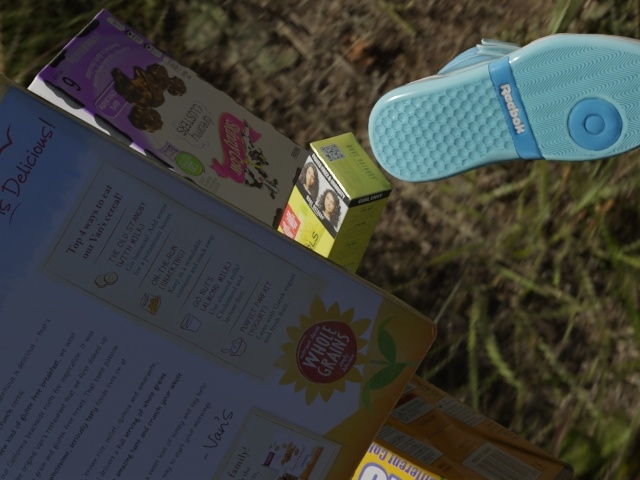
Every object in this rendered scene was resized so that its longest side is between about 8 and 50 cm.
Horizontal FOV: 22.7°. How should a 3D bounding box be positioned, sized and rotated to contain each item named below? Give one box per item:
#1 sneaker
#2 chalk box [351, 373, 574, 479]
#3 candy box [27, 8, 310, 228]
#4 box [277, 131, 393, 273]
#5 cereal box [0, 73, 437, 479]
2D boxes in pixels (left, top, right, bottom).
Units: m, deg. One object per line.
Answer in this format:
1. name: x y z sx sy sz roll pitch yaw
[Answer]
1. sneaker: 0.223 -0.152 1.580 0.319 0.208 0.127 -6 106 27
2. chalk box: 0.023 0.254 1.141 0.179 0.180 0.289 31 104 17
3. candy box: -0.117 -0.066 1.166 0.196 0.165 0.070 35 115 -7
4. box: 0.000 0.000 1.673 0.087 0.058 0.232 55 143 28
5. cereal box: -0.085 0.056 0.708 0.240 0.047 0.173 31 92 -27
